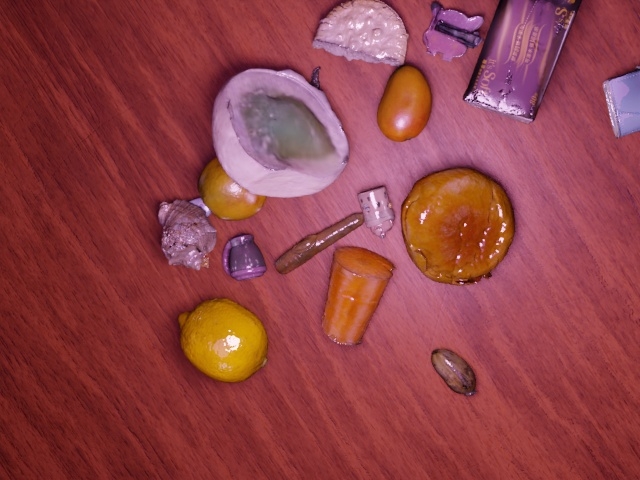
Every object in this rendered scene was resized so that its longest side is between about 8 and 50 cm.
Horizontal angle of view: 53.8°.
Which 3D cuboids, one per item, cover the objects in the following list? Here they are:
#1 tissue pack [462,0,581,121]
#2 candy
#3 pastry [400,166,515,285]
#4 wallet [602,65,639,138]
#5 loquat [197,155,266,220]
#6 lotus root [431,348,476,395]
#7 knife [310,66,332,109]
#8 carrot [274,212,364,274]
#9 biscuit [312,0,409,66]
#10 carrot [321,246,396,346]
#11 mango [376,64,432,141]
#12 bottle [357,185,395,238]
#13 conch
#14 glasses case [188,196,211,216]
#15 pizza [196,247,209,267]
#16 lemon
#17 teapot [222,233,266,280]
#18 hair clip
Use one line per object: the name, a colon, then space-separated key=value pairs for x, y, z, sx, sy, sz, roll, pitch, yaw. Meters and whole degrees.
tissue pack: x=0.539 y=-0.513 z=1.710 sx=0.210 sy=0.198 sz=0.370 roll=19 pitch=103 yaw=6
candy: x=-0.134 y=-0.317 z=1.837 sx=0.386 sy=0.186 sz=0.427 roll=-13 pitch=72 yaw=-25
pastry: x=0.390 y=-0.039 z=1.807 sx=0.356 sy=0.164 sz=0.356 roll=-1 pitch=108 yaw=-4
wallet: x=0.915 y=-0.398 z=1.715 sx=0.250 sy=0.075 sz=0.176 roll=-16 pitch=99 yaw=13
loquat: x=-0.250 y=-0.175 z=1.928 sx=0.246 sy=0.213 sz=0.213 roll=-32 pitch=91 yaw=3
lotus root: x=0.413 y=0.402 z=1.937 sx=0.089 sy=0.080 sz=0.179 roll=-43 pitch=84 yaw=28
knife: x=0.009 y=-0.416 z=1.924 sx=0.046 sy=0.021 sz=0.222 roll=-16 pitch=95 yaw=11
carrot: x=0.001 y=0.001 z=1.970 sx=0.342 sy=0.070 sz=0.070 roll=-32 pitch=91 yaw=13
biscuit: x=0.120 y=-0.614 z=1.838 sx=0.281 sy=0.084 sz=0.179 roll=12 pitch=101 yaw=10
carrot: x=0.102 y=0.171 z=1.937 sx=0.196 sy=0.196 sz=0.254 roll=20 pitch=113 yaw=8
mango: x=0.249 y=-0.394 z=1.828 sx=0.151 sy=0.120 sz=0.221 roll=21 pitch=95 yaw=9
bottle: x=0.174 y=-0.083 z=1.906 sx=0.099 sy=0.099 sz=0.152 roll=-17 pitch=97 yaw=14
conch: x=-0.427 y=-0.023 z=1.993 sx=0.178 sy=0.163 sz=0.245 roll=-27 pitch=84 yaw=-17
glasses case: x=-0.438 y=-0.087 z=2.053 sx=0.178 sy=0.045 sz=0.067 roll=-19 pitch=97 yaw=14
pizza: x=-0.420 y=0.045 z=2.079 sx=0.099 sy=0.029 sz=0.100 roll=-4 pitch=97 yaw=13
lemon: x=-0.307 y=0.312 z=1.988 sx=0.320 sy=0.245 sz=0.245 roll=29 pitch=103 yaw=8
teapot: x=-0.244 y=0.052 z=2.018 sx=0.116 sy=0.148 sz=0.146 roll=-9 pitch=84 yaw=-23
hair clip: x=0.379 y=-0.586 z=1.799 sx=0.187 sy=0.056 sz=0.146 roll=28 pitch=101 yaw=27
